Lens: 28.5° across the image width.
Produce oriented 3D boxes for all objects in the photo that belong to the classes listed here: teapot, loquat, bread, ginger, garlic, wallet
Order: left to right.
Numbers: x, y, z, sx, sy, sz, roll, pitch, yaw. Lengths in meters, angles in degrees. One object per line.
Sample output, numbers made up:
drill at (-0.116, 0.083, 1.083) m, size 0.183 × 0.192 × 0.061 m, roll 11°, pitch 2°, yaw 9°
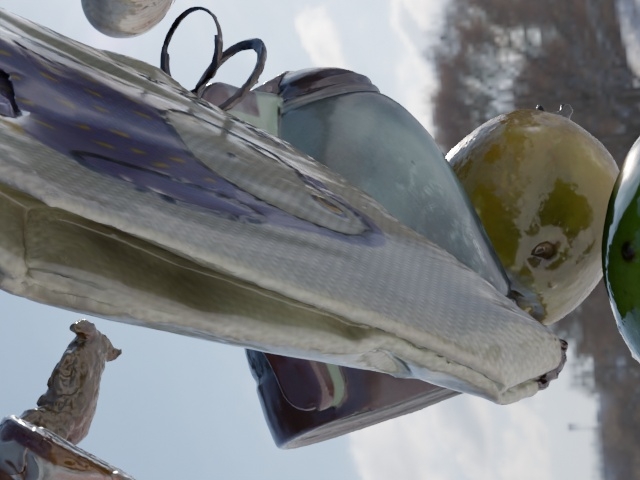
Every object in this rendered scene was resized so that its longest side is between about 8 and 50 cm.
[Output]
ginger at (-0.333, 0.232, 1.527) m, size 0.122 × 0.084 × 0.290 m, roll 73°, pitch -143°, yaw -60°
bread at (-0.200, 0.203, 1.013) m, size 0.073 × 0.160 × 0.160 m, roll -62°, pitch -26°, yaw -15°
wallet at (-0.076, -0.042, 0.489) m, size 0.274 × 0.335 × 0.068 m, roll 10°, pitch -70°, yaw -42°
garlic at (-0.180, -0.338, 1.507) m, size 0.199 × 0.225 × 0.199 m, roll 176°, pitch 90°, yaw -73°
teapot at (0.000, 0.000, 1.055) m, size 0.315 × 0.233 × 0.312 m, roll 0°, pitch -113°, yaw -57°
loquat at (0.215, -0.041, 1.292) m, size 0.213 × 0.213 × 0.246 m, roll 66°, pitch -141°, yaw -50°

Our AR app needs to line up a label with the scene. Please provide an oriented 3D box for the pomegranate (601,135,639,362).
pomegranate at (0.359, -0.032, 0.909) m, size 0.309 × 0.358 × 0.216 m, roll -36°, pitch -83°, yaw -27°
